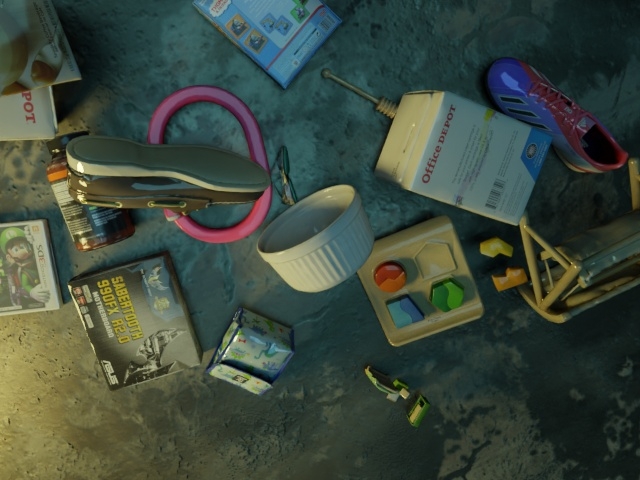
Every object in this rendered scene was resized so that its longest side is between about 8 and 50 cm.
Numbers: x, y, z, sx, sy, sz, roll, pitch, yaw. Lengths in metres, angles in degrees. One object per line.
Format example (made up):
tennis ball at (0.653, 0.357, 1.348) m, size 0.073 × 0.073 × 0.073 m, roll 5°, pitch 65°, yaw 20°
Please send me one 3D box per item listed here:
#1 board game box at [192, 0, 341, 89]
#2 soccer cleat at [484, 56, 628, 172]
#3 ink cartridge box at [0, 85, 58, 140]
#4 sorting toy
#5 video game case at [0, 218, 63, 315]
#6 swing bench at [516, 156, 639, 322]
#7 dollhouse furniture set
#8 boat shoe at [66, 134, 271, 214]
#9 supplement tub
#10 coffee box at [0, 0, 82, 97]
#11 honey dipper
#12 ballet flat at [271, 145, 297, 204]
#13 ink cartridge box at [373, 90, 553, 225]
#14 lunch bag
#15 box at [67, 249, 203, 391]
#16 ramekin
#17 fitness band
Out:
board game box at (-0.093, -0.404, 0.882) m, size 0.211 × 0.039 × 0.160 m, roll 40°, pitch 93°, yaw -14°
soccer cleat at (0.456, -0.243, 0.950) m, size 0.318 × 0.116 × 0.109 m, roll 37°, pitch 94°, yaw -13°
ink cartridge box at (-0.578, -0.266, 0.739) m, size 0.306 × 0.131 × 0.226 m, roll -7°, pitch 113°, yaw -27°
sorting toy at (0.242, 0.071, 0.989) m, size 0.307 × 0.041 × 0.229 m, roll -22°, pitch 103°, yaw 11°
video game case at (-0.593, 0.055, 0.913) m, size 0.190 × 0.022 × 0.173 m, roll -6°, pitch 102°, yaw -7°
swing bench at (0.532, 0.022, 0.943) m, size 0.253 × 0.165 × 0.255 m, roll -26°, pitch 135°, yaw -2°
dollhouse furniture set at (0.153, 0.331, 1.045) m, size 0.151 × 0.076 × 0.059 m, roll 29°, pitch 95°, yaw -13°
boat shoe at (-0.247, -0.098, 0.831) m, size 0.324 × 0.117 × 0.097 m, roll 3°, pitch 130°, yaw -26°
supplement tub at (-0.409, -0.087, 0.868) m, size 0.106 × 0.106 × 0.198 m, roll -16°, pitch 103°, yaw -4°
coffee box at (-0.474, -0.257, 0.660) m, size 0.246 × 0.098 × 0.141 m, roll -23°, pitch 119°, yaw -20°
honey dipper at (0.074, -0.282, 0.935) m, size 0.160 × 0.030 × 0.031 m, roll 26°, pitch 97°, yaw -11°
ballet flat at (-0.074, -0.122, 0.943) m, size 0.041 × 0.041 × 0.114 m, roll -12°, pitch 102°, yaw -5°
ink cartridge box at (0.251, -0.152, 0.900) m, size 0.232 × 0.168 × 0.171 m, roll 16°, pitch 99°, yaw -19°
lunch bag at (-0.140, 0.231, 0.980) m, size 0.128 × 0.096 × 0.151 m, roll 28°, pitch 111°, yaw -15°
box at (-0.349, 0.154, 0.950) m, size 0.183 × 0.056 × 0.231 m, roll -15°, pitch 103°, yaw -4°
ramekin at (0.000, 0.000, 0.897) m, size 0.207 × 0.207 × 0.109 m, roll -33°, pitch 113°, yaw 0°
fitness band at (-0.202, -0.136, 0.914) m, size 0.208 × 0.054 × 0.291 m, roll -13°, pitch 104°, yaw -5°
